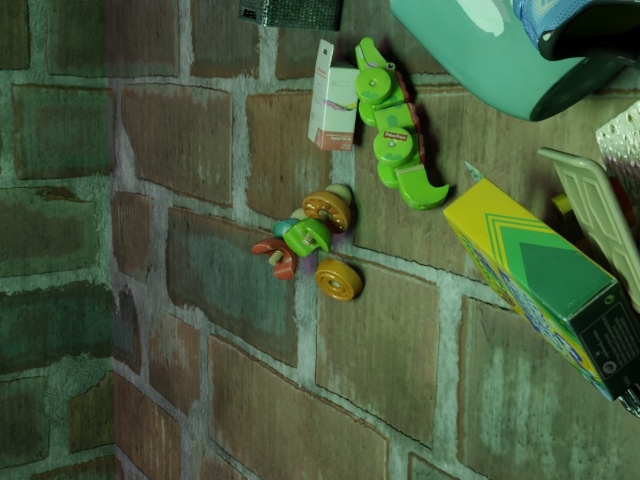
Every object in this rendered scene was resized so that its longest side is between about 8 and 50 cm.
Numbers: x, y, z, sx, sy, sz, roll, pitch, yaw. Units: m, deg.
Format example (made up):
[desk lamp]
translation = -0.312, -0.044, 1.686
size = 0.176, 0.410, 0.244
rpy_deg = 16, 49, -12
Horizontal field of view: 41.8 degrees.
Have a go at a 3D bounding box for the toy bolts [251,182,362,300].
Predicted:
[toy bolts]
translation = 0.000, 0.000, 1.717
size = 0.229, 0.158, 0.218
rpy_deg = -10, 126, 48

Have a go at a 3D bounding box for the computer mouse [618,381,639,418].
[computer mouse]
translation = 0.454, 0.276, 1.092
size = 0.071, 0.041, 0.242
rpy_deg = -54, 44, 45

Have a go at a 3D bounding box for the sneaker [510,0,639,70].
[sneaker]
translation = 0.368, -0.234, 0.855
size = 0.129, 0.330, 0.147
rpy_deg = 70, -164, -54

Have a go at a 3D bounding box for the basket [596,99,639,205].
[basket]
translation = 0.420, -0.104, 0.970
size = 0.103, 0.167, 0.113
rpy_deg = -36, 64, 61

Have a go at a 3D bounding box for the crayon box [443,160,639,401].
[crayon box]
translation = 0.289, 0.048, 1.133
size = 0.083, 0.203, 0.323
rpy_deg = -39, 40, 1

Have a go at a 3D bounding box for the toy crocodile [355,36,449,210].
[toy crocodile]
translation = 0.131, -0.205, 1.468
size = 0.115, 0.105, 0.340
rpy_deg = 70, -176, -65

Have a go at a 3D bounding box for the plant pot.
[plant pot]
translation = 0.274, -0.297, 1.072
size = 0.235, 0.293, 0.293
rpy_deg = 57, 140, 15

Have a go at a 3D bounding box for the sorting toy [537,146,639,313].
[sorting toy]
translation = 0.343, -0.018, 1.029
size = 0.229, 0.041, 0.307
rpy_deg = 60, -173, -7

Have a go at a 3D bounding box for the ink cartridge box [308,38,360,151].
[ink cartridge box]
translation = 0.029, -0.282, 1.619
size = 0.115, 0.067, 0.198
rpy_deg = -124, 37, -66

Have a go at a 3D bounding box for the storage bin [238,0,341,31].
[storage bin]
translation = -0.059, -0.466, 1.651
size = 0.122, 0.180, 0.084
rpy_deg = 33, 121, 51
